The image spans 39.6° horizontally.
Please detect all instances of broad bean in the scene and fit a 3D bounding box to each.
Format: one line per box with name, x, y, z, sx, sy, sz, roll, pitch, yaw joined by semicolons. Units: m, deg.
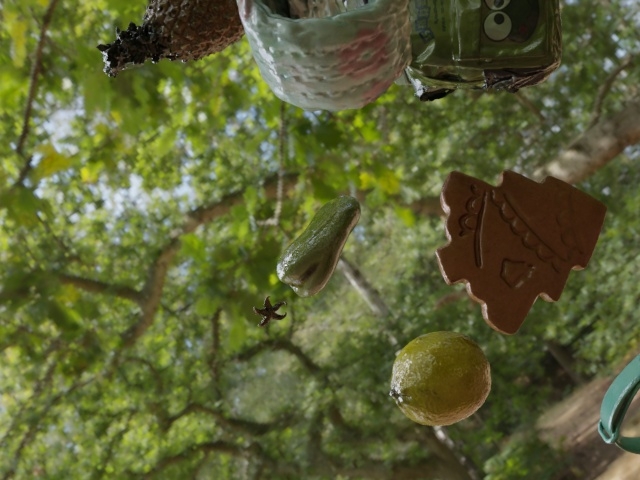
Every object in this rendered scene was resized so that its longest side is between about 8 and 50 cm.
broad bean;0.000;0.000;2.047;0.263;0.121;0.189;-63;14;-17

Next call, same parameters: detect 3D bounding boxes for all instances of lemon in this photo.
lemon;0.247;0.283;1.832;0.231;0.192;0.192;-13;-25;-25

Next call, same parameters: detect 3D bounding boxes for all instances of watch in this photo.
watch;0.617;0.297;1.607;0.237;0.195;0.068;-44;19;13

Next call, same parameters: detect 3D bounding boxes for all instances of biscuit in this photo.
biscuit;0.336;-0.009;1.462;0.306;0.283;0.043;-21;-8;-10

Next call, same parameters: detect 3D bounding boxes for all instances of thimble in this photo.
thimble;0.012;-0.263;1.063;0.149;0.211;0.185;71;-143;-56

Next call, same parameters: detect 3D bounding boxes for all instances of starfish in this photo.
starfish;-0.123;0.172;2.121;0.091;0.028;0.078;16;-89;-31

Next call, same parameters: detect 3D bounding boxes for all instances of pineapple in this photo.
pineapple;-0.352;-0.486;2.092;0.362;0.202;0.202;-37;-15;-20

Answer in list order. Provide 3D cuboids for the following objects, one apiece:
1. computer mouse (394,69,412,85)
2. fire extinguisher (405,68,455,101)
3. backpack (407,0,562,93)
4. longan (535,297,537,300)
computer mouse;0.273;-0.532;1.935;0.228;0.145;0.429;26;-75;-40
fire extinguisher;0.149;-0.384;1.524;0.093;0.294;0.118;-25;-10;10
backpack;0.238;-0.327;1.360;0.253;0.207;0.140;-2;-9;11
longan;0.405;0.091;1.958;0.176;0.145;0.154;131;156;-57
